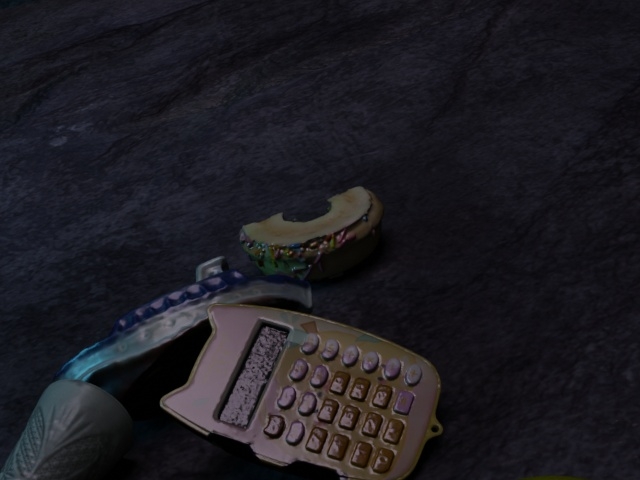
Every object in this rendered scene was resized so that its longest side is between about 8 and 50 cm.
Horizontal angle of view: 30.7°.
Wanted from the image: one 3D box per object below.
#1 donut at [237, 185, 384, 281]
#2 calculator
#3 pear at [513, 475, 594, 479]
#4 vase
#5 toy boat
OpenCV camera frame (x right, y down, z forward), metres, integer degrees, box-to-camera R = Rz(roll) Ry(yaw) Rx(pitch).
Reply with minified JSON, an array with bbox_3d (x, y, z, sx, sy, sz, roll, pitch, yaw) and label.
[{"bbox_3d":[-0.002,0.003,1.288,0.166,0.065,0.108,-17,28,-5],"label":"donut"},{"bbox_3d":[-0.009,0.136,1.010,0.236,0.033,0.157,15,50,13],"label":"calculator"},{"bbox_3d":[0.129,0.238,0.643,0.269,0.212,0.212,-7,28,29],"label":"pear"},{"bbox_3d":[-0.247,0.223,0.983,0.096,0.096,0.219,-1,34,24],"label":"vase"},{"bbox_3d":[-0.134,0.089,1.135,0.262,0.114,0.115,-28,43,-16],"label":"toy boat"}]
